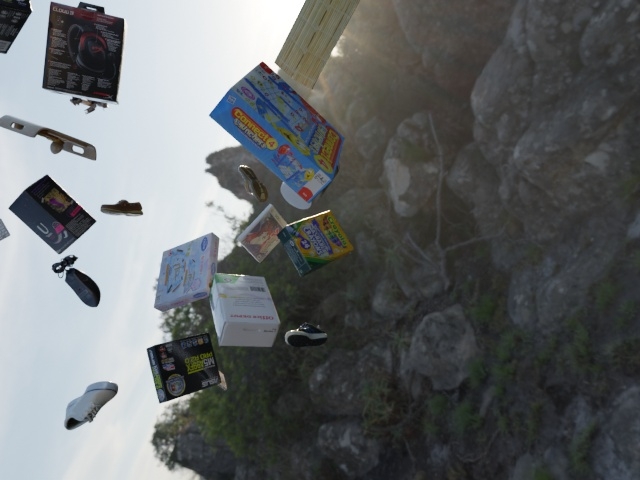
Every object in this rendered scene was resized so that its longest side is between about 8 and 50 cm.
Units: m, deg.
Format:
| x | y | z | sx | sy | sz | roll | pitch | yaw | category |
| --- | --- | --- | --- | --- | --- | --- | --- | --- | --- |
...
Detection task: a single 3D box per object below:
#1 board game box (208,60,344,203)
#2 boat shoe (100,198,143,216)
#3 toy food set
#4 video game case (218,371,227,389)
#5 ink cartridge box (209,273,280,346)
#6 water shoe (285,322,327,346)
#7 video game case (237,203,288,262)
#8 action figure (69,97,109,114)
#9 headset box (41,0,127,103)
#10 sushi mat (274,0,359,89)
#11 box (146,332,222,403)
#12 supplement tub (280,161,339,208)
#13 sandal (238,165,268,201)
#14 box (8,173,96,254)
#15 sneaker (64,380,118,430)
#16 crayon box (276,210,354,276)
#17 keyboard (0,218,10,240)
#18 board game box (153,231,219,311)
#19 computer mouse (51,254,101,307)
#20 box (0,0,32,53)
| x | y | z | sx | sy | sz | roll | pitch | yaw | category |
| --- | --- | --- | --- | --- | --- | --- | --- | --- | --- |
| -0.089 | -0.278 | 1.264 | 0.086 | 0.302 | 0.308 | -42 | 17 | 27 | board game box |
| -0.772 | -0.129 | 1.983 | 0.177 | 0.064 | 0.060 | 2 | -100 | -54 | boat shoe |
| -1.088 | -0.399 | 2.047 | 0.306 | 0.219 | 0.093 | 18 | -89 | -68 | toy food set |
| -0.445 | 0.587 | 2.199 | 0.011 | 0.087 | 0.122 | -44 | 25 | -2 | video game case |
| -0.281 | 0.251 | 1.854 | 0.278 | 0.201 | 0.117 | -119 | 42 | -52 | ink cartridge box |
| -0.065 | 0.357 | 1.943 | 0.073 | 0.203 | 0.080 | -52 | 47 | 22 | water shoe |
| -0.232 | -0.027 | 2.136 | 0.201 | 0.023 | 0.183 | -48 | -39 | -9 | video game case |
| -0.979 | -0.648 | 2.108 | 0.185 | 0.285 | 0.099 | -47 | 6 | -25 | action figure |
| -0.742 | -0.602 | 1.624 | 0.110 | 0.217 | 0.294 | -149 | 67 | -72 | headset box |
| -0.007 | -0.594 | 1.422 | 0.317 | 0.151 | 0.019 | -57 | -14 | 27 | sushi mat |
| -0.534 | 0.496 | 2.015 | 0.060 | 0.270 | 0.217 | -25 | 77 | 36 | box |
| -0.036 | -0.220 | 1.769 | 0.200 | 0.144 | 0.144 | -57 | -4 | -31 | supplement tub |
| -0.244 | -0.195 | 1.816 | 0.072 | 0.180 | 0.049 | 3 | -47 | -51 | sandal |
| -1.095 | -0.104 | 2.093 | 0.165 | 0.270 | 0.143 | -30 | 21 | 33 | box |
| -0.731 | 0.532 | 1.632 | 0.258 | 0.094 | 0.091 | -38 | 43 | 29 | sneaker |
| 0.000 | 0.000 | 2.135 | 0.322 | 0.203 | 0.083 | -22 | -13 | -44 | crayon box |
| -1.225 | 0.015 | 1.793 | 0.255 | 0.072 | 0.014 | -30 | 6 | -9 | keyboard |
| -0.631 | 0.150 | 2.423 | 0.066 | 0.317 | 0.319 | 44 | -146 | -46 | board game box |
| -1.106 | 0.188 | 2.370 | 0.188 | 0.272 | 0.072 | -24 | 16 | 34 | computer mouse |
| -0.974 | -0.683 | 1.492 | 0.247 | 0.163 | 0.142 | -19 | 81 | 41 | box |
